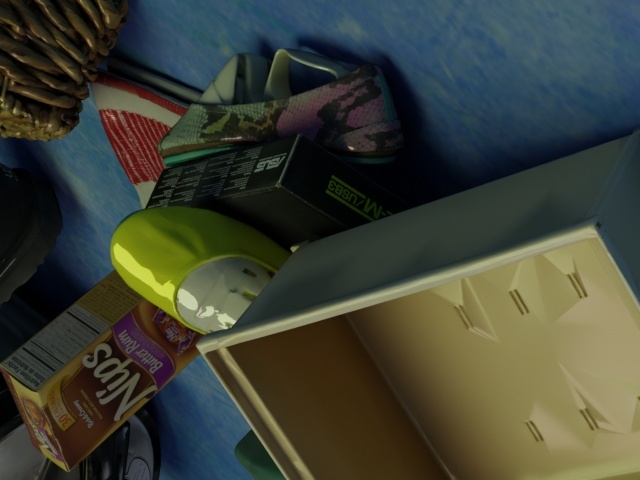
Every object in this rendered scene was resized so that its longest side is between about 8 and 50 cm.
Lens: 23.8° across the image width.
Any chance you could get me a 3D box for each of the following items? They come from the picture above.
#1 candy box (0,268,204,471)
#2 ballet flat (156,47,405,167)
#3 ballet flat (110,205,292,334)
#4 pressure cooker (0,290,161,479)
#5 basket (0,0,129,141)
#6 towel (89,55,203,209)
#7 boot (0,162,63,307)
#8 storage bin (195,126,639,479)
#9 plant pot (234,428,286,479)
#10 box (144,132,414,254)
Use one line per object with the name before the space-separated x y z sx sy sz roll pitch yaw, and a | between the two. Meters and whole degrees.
candy box | -0.170 0.091 1.267 0.053 0.186 0.109 30 148 33
ballet flat | -0.030 -0.089 1.023 0.221 0.077 0.079 1 95 48
ballet flat | -0.032 0.047 0.997 0.231 0.077 0.077 30 -166 -34
pressure cooker | -0.391 0.257 1.712 0.420 0.375 0.370 32 149 35
basket | -0.275 -0.214 1.210 0.213 0.223 0.299 26 171 -36
towel | -0.066 0.014 1.259 0.237 0.037 0.329 25 145 39
boot | -0.507 0.001 1.381 0.445 0.367 0.146 32 -172 -48
storage bin | 0.117 0.100 0.872 0.262 0.123 0.260 -19 111 36
plant pot | 0.048 0.171 1.132 0.166 0.165 0.234 53 157 -21
box | 0.000 0.000 1.033 0.184 0.045 0.190 29 161 -28
